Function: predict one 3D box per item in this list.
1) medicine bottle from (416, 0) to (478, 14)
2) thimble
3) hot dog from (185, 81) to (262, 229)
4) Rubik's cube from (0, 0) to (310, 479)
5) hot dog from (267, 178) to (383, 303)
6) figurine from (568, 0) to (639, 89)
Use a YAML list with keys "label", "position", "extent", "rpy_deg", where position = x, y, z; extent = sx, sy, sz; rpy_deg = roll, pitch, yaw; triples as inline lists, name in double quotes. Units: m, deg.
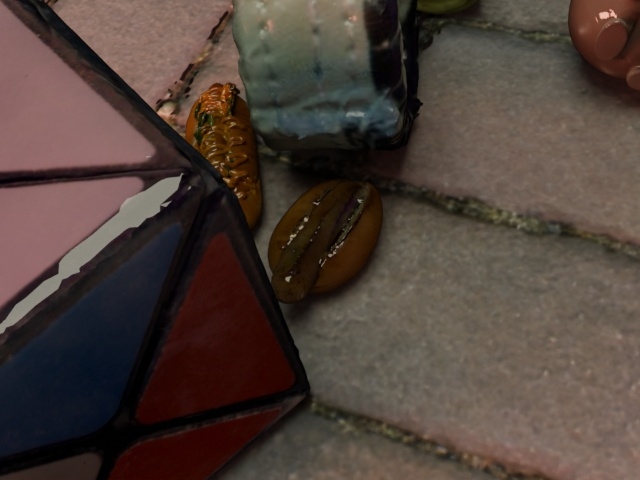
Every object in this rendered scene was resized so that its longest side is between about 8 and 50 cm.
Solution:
- label: "medicine bottle"
  position: [0.136, -0.360, 0.999]
  extent: [0.124, 0.124, 0.239]
  rpy_deg: [9, 58, 16]
- label: "thimble"
  position: [0.012, -0.182, 0.840]
  extent: [0.150, 0.237, 0.237]
  rpy_deg: [-2, 57, 13]
- label: "hot dog"
  position: [-0.095, -0.074, 0.887]
  extent: [0.072, 0.055, 0.188]
  rpy_deg: [-10, 55, 2]
- label: "Rubik's cube"
  position: [-0.223, 0.043, 0.688]
  extent: [0.305, 0.307, 0.310]
  rpy_deg: [-41, 59, -14]
- label: "hot dog"
  position: [-0.001, -0.001, 0.820]
  extent: [0.090, 0.060, 0.140]
  rpy_deg: [29, 70, 31]
- label: "figurine"
  position: [0.291, -0.210, 0.866]
  extent: [0.125, 0.125, 0.138]
  rpy_deg: [9, 56, 16]
